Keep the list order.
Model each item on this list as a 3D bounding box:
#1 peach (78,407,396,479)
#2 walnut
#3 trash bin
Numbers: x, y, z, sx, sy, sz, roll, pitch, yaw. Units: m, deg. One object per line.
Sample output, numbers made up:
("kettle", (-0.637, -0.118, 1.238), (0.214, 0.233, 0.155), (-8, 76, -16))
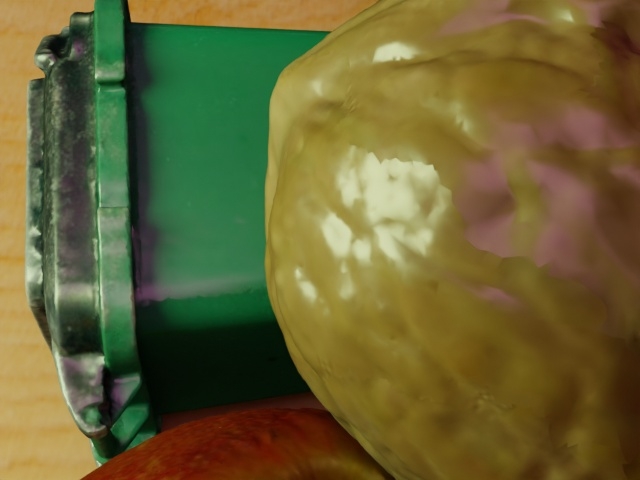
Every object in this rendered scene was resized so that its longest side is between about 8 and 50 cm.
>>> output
("peach", (-0.060, 0.262, 0.680), (0.290, 0.372, 0.372), (24, 63, -16))
("walnut", (0.123, 0.005, 0.614), (0.333, 0.333, 0.333), (-1, 62, 2))
("trash bin", (0.000, 0.000, 0.867), (0.381, 0.259, 0.295), (-4, 67, -3))
